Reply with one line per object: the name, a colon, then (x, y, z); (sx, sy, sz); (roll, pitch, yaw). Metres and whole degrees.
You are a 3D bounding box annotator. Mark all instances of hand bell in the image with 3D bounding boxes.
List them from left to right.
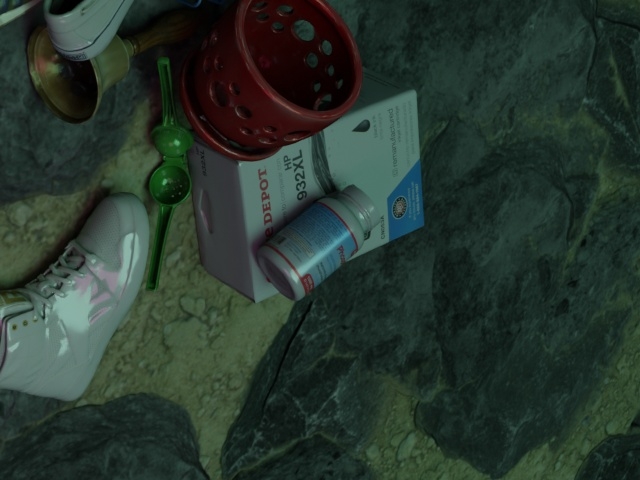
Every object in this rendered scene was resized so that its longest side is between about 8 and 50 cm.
hand bell: (-0.230, -0.242, 1.832); (0.242, 0.126, 0.126); (-32, 130, -42)

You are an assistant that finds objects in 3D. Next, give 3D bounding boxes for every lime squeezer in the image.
lime squeezer: (-0.204, -0.099, 1.917); (0.110, 0.059, 0.310); (-36, 136, -60)

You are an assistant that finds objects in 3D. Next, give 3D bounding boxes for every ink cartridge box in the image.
ink cartridge box: (-0.015, -0.081, 2.058); (0.307, 0.129, 0.223); (-24, 125, -30)

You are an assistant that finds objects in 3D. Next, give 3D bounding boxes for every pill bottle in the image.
pill bottle: (0.000, 0.000, 1.958); (0.160, 0.087, 0.087); (-40, 132, -17)

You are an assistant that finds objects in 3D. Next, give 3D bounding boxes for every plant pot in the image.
plant pot: (-0.073, -0.202, 1.839); (0.191, 0.174, 0.191); (20, 57, -34)

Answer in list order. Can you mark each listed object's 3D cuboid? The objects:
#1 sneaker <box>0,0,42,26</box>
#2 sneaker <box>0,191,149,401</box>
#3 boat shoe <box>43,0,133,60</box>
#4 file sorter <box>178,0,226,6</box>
sneaker: (-0.374, -0.295, 1.683); (0.192, 0.064, 0.086); (-38, 136, -16)
sneaker: (-0.334, 0.066, 1.871); (0.169, 0.108, 0.292); (13, 103, -47)
boat shoe: (-0.246, -0.336, 1.705); (0.267, 0.096, 0.088); (-63, 160, -23)
file sorter: (-0.111, -0.360, 1.854); (0.170, 0.104, 0.118); (-13, 118, -36)
